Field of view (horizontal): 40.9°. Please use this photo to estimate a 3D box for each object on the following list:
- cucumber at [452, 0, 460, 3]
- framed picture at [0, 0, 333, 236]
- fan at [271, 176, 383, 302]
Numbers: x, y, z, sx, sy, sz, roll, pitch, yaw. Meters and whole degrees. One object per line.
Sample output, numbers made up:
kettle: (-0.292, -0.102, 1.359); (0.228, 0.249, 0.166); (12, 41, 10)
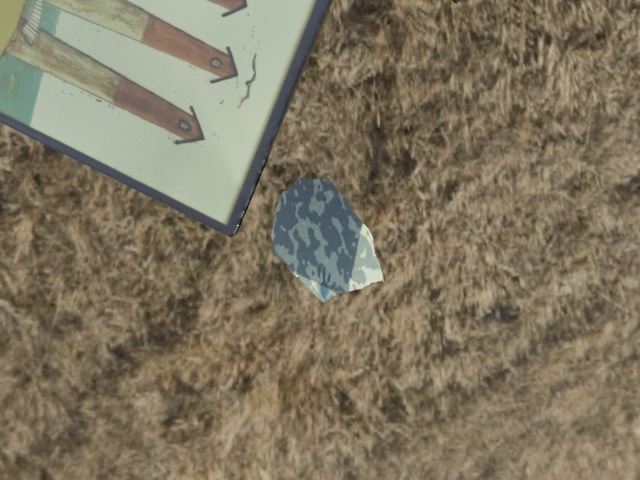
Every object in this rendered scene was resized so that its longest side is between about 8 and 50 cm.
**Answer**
cucumber: (0.272, -0.551, 1.823); (0.034, 0.033, 0.135); (-34, 144, 15)
framed picture: (-0.167, -0.175, 0.665); (0.324, 0.013, 0.244); (26, 113, 5)
fan: (0.000, 0.000, 0.872); (0.009, 0.240, 0.131); (-13, 102, -26)
